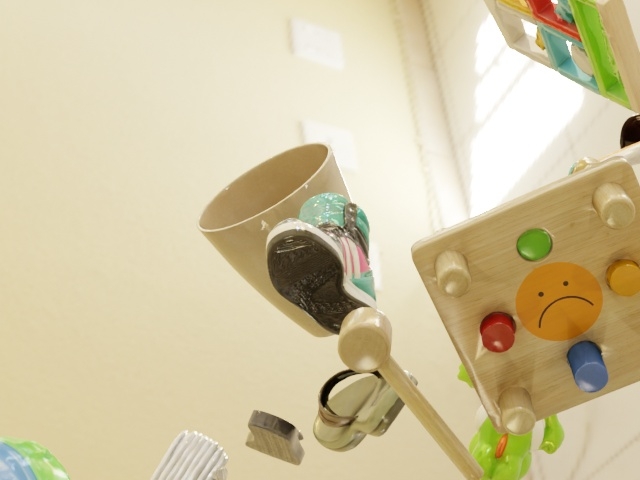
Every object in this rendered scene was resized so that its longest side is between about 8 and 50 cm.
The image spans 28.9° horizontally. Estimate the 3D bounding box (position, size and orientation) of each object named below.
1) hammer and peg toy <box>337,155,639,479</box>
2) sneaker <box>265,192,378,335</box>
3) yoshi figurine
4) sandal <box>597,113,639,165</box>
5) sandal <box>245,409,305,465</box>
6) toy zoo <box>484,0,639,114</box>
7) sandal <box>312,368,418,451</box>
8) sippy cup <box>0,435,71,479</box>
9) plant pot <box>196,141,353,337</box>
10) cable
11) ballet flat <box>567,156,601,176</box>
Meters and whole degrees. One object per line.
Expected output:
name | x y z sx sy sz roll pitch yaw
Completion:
hammer and peg toy | 0.215 0.091 1.374 0.361 0.266 0.127 -25 19 10
sneaker | 0.000 0.000 1.777 0.123 0.295 0.178 -18 57 13
yoshi figurine | 0.348 0.283 2.191 0.203 0.203 0.362 0 50 43
sandal | 0.514 -0.168 2.016 0.076 0.265 0.102 63 149 12
sandal | -0.063 0.301 1.943 0.254 0.097 0.054 103 -171 -70
toy zoo | 0.286 -0.284 1.570 0.030 0.192 0.293 -43 46 -9
sandal | 0.048 0.217 1.733 0.120 0.086 0.303 -61 6 -22
sippy cup | -0.342 0.265 0.984 0.305 0.224 0.240 -50 50 22
plant pot | -0.029 0.018 2.086 0.256 0.274 0.256 -27 21 11
cable | -0.222 0.390 1.756 0.257 0.089 0.257 -58 0 1
ballet flat | 0.411 -0.057 1.750 0.073 0.232 0.080 14 81 30
